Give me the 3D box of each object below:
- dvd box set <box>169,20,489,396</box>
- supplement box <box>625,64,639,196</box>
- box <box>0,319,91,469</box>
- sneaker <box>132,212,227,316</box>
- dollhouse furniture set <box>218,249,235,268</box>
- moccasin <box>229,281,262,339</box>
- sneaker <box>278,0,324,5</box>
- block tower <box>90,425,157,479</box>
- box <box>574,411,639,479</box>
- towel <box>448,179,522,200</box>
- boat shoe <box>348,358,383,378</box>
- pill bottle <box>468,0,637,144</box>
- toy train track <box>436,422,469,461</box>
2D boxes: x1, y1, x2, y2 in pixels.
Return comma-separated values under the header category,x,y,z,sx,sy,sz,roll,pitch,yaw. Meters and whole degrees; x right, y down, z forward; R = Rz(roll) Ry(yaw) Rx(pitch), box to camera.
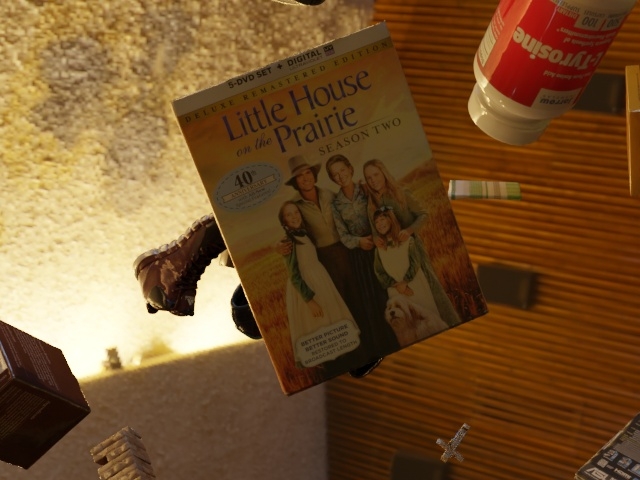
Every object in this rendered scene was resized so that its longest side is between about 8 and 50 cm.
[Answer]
category,x,y,z,sx,sy,sz,roll,pitch,yaw
dvd box set,0.017,-0.042,1.289,0.062,0.307,0.421,-149,39,-80
supplement box,0.534,-0.163,1.358,0.191,0.194,0.129,-63,-33,-57
box,-0.550,0.266,1.686,0.167,0.168,0.203,-42,-39,3
sneaker,-0.240,0.063,1.895,0.106,0.281,0.163,30,-143,-51
dollhouse furniture set,0.000,0.000,1.947,0.303,0.355,0.174,12,-95,-26
moccasin,-0.034,0.027,1.730,0.342,0.137,0.117,-56,-28,-19
sneaker,-0.132,-0.578,2.114,0.129,0.297,0.111,-178,109,-76
block tower,-0.390,0.563,2.057,0.097,0.335,0.091,-33,-33,3
box,0.671,0.401,1.571,0.318,0.395,0.097,-38,-55,-20
towel,0.348,-0.102,2.043,0.113,0.152,0.023,-64,-25,-69
boat shoe,0.096,0.186,1.753,0.228,0.080,0.076,-57,10,54
pill bottle,0.441,-0.390,1.893,0.229,0.229,0.408,-52,-11,-41
toy train track,0.207,0.305,1.463,0.083,0.048,0.014,-42,-14,-45
